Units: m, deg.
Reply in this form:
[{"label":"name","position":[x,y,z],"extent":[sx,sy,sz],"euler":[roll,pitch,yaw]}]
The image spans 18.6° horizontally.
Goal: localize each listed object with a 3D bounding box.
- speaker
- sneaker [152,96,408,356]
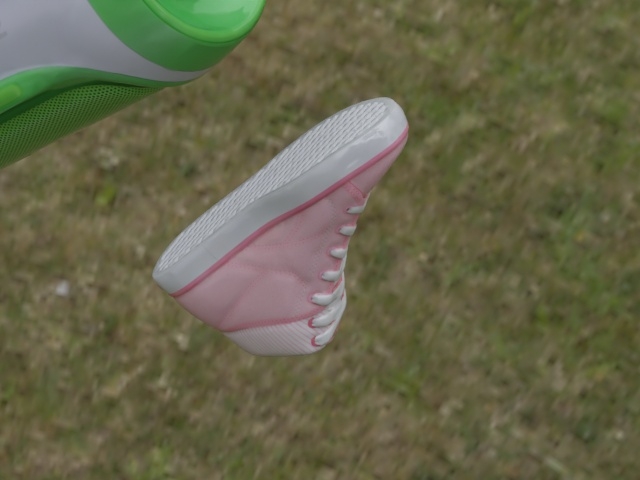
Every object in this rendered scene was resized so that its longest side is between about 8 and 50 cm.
[{"label":"speaker","position":[-0.167,-0.101,1.004],"extent":[0.131,0.296,0.131],"euler":[23,57,-41]},{"label":"sneaker","position":[0.000,0.000,0.787],"extent":[0.070,0.134,0.051],"euler":[46,32,-14]}]
